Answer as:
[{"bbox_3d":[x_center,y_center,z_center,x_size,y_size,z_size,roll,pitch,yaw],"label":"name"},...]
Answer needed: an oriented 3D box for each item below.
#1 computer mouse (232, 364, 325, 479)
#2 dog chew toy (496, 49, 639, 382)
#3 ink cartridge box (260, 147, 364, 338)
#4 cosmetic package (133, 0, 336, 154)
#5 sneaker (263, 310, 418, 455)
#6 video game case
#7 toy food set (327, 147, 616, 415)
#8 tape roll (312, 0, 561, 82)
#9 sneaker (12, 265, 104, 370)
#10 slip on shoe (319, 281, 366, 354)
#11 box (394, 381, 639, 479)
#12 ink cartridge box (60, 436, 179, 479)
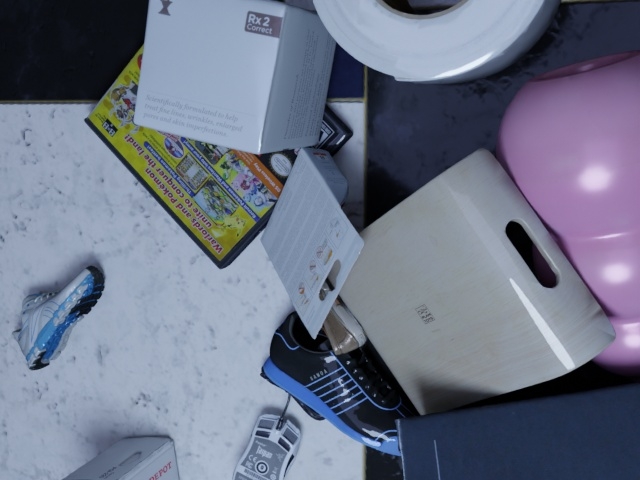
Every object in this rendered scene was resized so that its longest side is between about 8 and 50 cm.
[{"bbox_3d":[-0.062,0.264,1.066,0.106,0.042,0.193,25,101,9],"label":"computer mouse"},{"bbox_3d":[0.300,-0.013,0.807,0.207,0.206,0.331,-12,103,21],"label":"dog chew toy"},{"bbox_3d":[0.000,0.000,0.922,0.179,0.045,0.145,57,132,41],"label":"ink cartridge box"},{"bbox_3d":[-0.085,-0.187,0.877,0.151,0.184,0.151,15,105,17],"label":"cosmetic package"},{"bbox_3d":[0.038,0.174,0.990,0.232,0.081,0.090,28,115,14],"label":"sneaker"},{"bbox_3d":[-0.136,-0.144,1.021,0.275,0.035,0.248,47,111,6],"label":"video game case"},{"bbox_3d":[0.140,0.056,0.868,0.219,0.092,0.306,56,145,3],"label":"toy food set"},{"bbox_3d":[0.125,-0.286,0.829,0.246,0.169,0.246,3,100,19],"label":"tape roll"},{"bbox_3d":[-0.380,0.095,1.136,0.083,0.071,0.190,46,111,13],"label":"sneaker"},{"bbox_3d":[0.003,0.085,0.978,0.041,0.051,0.135,-33,57,-10],"label":"slip on shoe"},{"bbox_3d":[0.303,0.306,0.789,0.395,0.212,0.293,-13,65,22],"label":"box"},{"bbox_3d":[-0.260,0.398,1.096,0.092,0.158,0.218,-2,98,21],"label":"ink cartridge box"}]
